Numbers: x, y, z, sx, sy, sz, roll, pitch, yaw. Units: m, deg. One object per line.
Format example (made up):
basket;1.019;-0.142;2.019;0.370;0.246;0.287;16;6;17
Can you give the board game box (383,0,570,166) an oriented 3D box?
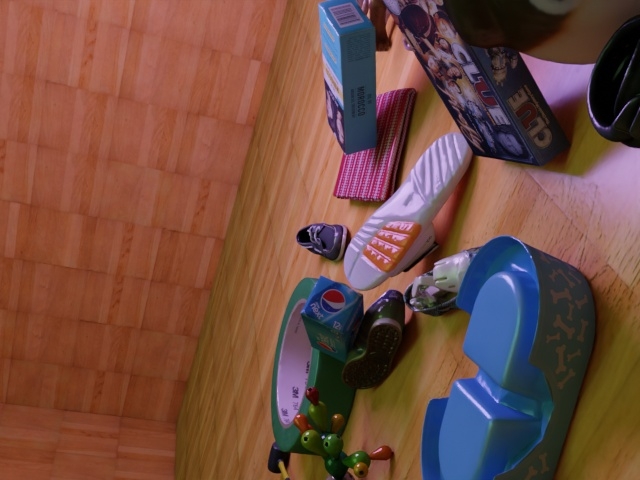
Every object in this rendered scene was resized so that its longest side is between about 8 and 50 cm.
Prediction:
board game box;0.158;-0.196;0.831;0.042;0.243;0.165;-36;16;-5

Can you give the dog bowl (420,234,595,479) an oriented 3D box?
dog bowl;0.183;0.145;0.761;0.166;0.074;0.297;-134;56;-72

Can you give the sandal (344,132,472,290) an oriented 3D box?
sandal;0.138;-0.025;1.068;0.265;0.076;0.102;-51;40;19

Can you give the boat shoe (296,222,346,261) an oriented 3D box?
boat shoe;0.000;0.000;1.546;0.206;0.065;0.075;-177;97;-75

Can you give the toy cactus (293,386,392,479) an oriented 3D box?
toy cactus;0.034;0.339;1.149;0.219;0.112;0.180;48;154;44

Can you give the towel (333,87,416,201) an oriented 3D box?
towel;0.094;-0.167;1.384;0.275;0.031;0.199;-163;86;-73

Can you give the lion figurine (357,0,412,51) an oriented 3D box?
lion figurine;0.108;-0.441;1.280;0.392;0.142;0.240;-144;51;-65

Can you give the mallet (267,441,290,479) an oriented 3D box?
mallet;-0.067;0.470;1.542;0.190;0.039;0.062;-145;63;-69

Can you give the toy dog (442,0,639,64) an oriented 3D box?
toy dog;0.207;-0.345;0.632;0.395;0.285;0.408;104;172;-70

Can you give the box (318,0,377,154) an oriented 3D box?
box;0.046;-0.264;1.253;0.244;0.060;0.100;84;165;-49

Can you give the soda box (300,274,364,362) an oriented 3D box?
soda box;0.023;0.126;1.177;0.067;0.071;0.210;-62;-13;-17

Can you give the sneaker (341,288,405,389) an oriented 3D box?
sneaker;0.086;0.147;1.157;0.192;0.064;0.086;112;177;-50

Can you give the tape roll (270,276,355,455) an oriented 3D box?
tape roll;-0.015;0.231;1.426;0.321;0.077;0.321;-169;90;-75

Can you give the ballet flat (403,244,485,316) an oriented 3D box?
ballet flat;0.156;0.052;0.941;0.188;0.070;0.070;129;148;-60

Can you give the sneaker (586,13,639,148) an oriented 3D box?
sneaker;0.270;-0.076;0.451;0.296;0.147;0.104;-139;63;-71
